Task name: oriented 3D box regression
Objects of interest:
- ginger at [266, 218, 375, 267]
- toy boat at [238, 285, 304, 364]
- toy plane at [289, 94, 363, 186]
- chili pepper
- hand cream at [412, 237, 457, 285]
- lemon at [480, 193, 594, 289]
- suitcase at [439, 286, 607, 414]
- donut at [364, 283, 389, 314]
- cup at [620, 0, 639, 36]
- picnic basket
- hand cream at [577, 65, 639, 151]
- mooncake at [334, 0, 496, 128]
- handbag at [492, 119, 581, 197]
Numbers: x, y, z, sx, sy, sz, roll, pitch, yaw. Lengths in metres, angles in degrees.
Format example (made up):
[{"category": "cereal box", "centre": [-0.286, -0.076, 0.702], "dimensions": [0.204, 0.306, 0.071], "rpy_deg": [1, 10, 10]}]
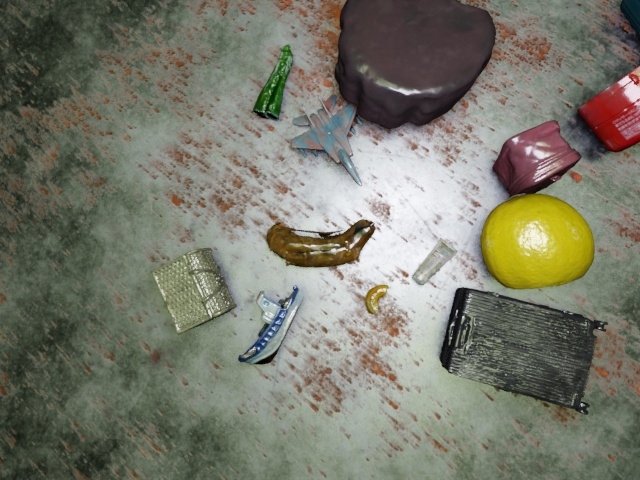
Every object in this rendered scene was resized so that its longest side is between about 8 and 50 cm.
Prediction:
[{"category": "ginger", "centre": [-0.005, 0.013, 1.109], "dimensions": [0.309, 0.107, 0.133], "rpy_deg": [2, 64, 9]}, {"category": "toy boat", "centre": [-0.147, 0.230, 1.106], "dimensions": [0.115, 0.114, 0.262], "rpy_deg": [26, 95, -5]}, {"category": "toy plane", "centre": [0.042, -0.263, 1.101], "dimensions": [0.223, 0.104, 0.326], "rpy_deg": [-30, 68, 6]}, {"category": "chili pepper", "centre": [-0.130, -0.469, 1.171], "dimensions": [0.088, 0.059, 0.226], "rpy_deg": [17, 88, 13]}, {"category": "hand cream", "centre": [0.308, 0.062, 1.101], "dimensions": [0.061, 0.039, 0.143], "rpy_deg": [42, 84, 14]}, {"category": "lemon", "centre": [0.511, -0.008, 0.968], "dimensions": [0.240, 0.240, 0.219], "rpy_deg": [-17, 94, 6]}, {"category": "suitcase", "centre": [0.491, 0.262, 1.009], "dimensions": [0.335, 0.152, 0.229], "rpy_deg": [13, 88, 10]}, {"category": "donut", "centre": [0.160, 0.161, 1.110], "dimensions": [0.083, 0.038, 0.067], "rpy_deg": [-27, 81, 7]}, {"category": "cup", "centre": [0.886, -0.526, 0.933], "dimensions": [0.308, 0.242, 0.292], "rpy_deg": [-26, 81, -23]}, {"category": "picnic basket", "centre": [-0.346, 0.135, 1.132], "dimensions": [0.154, 0.134, 0.196], "rpy_deg": [-26, 84, 9]}, {"category": "hand cream", "centre": [0.765, -0.331, 0.957], "dimensions": [0.230, 0.230, 0.149], "rpy_deg": [-35, 81, 5]}, {"category": "mooncake", "centre": [0.215, -0.478, 1.040], "dimensions": [0.351, 0.212, 0.381], "rpy_deg": [-40, 79, -10]}, {"category": "handbag", "centre": [0.524, -0.186, 0.985], "dimensions": [0.146, 0.225, 0.135], "rpy_deg": [-27, 76, 7]}]
